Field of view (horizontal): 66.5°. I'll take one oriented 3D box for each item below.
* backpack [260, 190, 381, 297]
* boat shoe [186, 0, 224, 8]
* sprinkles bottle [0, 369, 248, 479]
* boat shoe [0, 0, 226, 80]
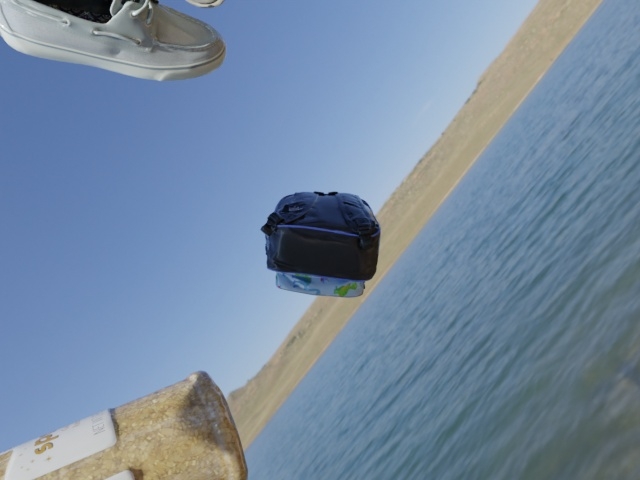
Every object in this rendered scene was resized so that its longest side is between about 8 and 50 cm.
[{"bbox_3d":[0.000,0.000,0.464,0.114,0.105,0.084,-88,4,-67],"label":"backpack"},{"bbox_3d":[-0.191,-0.376,0.448,0.335,0.112,0.095,43,-122,-44],"label":"boat shoe"},{"bbox_3d":[-0.243,0.227,0.395,0.356,0.121,0.121,-17,-24,-25],"label":"sprinkles bottle"},{"bbox_3d":[-0.206,-0.226,0.504,0.228,0.079,0.081,0,-25,-22],"label":"boat shoe"}]
